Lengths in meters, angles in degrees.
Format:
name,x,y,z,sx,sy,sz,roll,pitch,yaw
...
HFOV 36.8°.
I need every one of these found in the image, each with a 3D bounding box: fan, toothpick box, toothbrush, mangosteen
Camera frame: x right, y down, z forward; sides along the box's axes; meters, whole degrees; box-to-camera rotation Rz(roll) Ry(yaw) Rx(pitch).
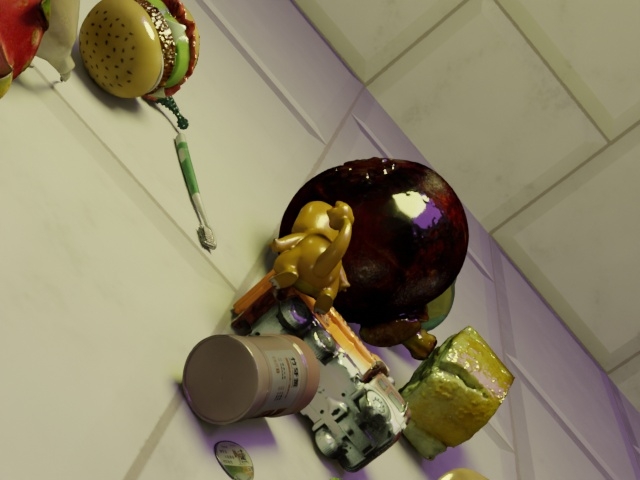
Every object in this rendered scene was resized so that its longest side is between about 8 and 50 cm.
name,x,y,z,sx,sy,sz,roll,pitch,yaw
fan,-0.084,0.247,1.039,0.080,0.003,0.060,51,18,1
toothpick box,-0.076,0.154,1.089,0.098,0.098,0.149,58,19,19
toothbrush,-0.187,-0.078,1.419,0.024,0.018,0.257,29,28,-39
mangosteen,0.085,0.013,1.497,0.297,0.297,0.293,-108,-177,-49

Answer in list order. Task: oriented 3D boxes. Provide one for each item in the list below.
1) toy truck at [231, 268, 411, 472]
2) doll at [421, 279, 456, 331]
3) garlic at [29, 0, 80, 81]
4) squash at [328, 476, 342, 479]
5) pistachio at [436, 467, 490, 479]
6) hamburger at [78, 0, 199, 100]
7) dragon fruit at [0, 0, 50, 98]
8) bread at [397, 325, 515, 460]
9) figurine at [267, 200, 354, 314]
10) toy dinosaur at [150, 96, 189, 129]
name,x,y,z,sx,sy,sz,roll,pitch,yaw
toy truck,-0.001,0.162,1.255,0.270,0.114,0.135,50,21,5
doll,0.151,0.049,1.762,0.260,0.162,0.177,-109,-175,-67
garlic,-0.422,-0.324,1.126,0.246,0.231,0.340,-5,-65,57
squash,0.015,0.309,1.134,0.027,0.027,0.089,49,19,-10
pistachio,0.210,0.430,1.147,0.299,0.187,0.187,53,16,27
hamburger,-0.272,-0.280,1.397,0.175,0.175,0.137,53,34,6
dragon fruit,-0.373,-0.235,0.936,0.224,0.224,0.227,46,-1,-19
bread,0.205,0.232,1.518,0.124,0.186,0.257,48,10,4
figurine,0.002,-0.004,1.232,0.121,0.122,0.176,30,27,-16
toy dinosaur,-0.256,-0.241,1.519,0.154,0.049,0.055,54,13,-14
